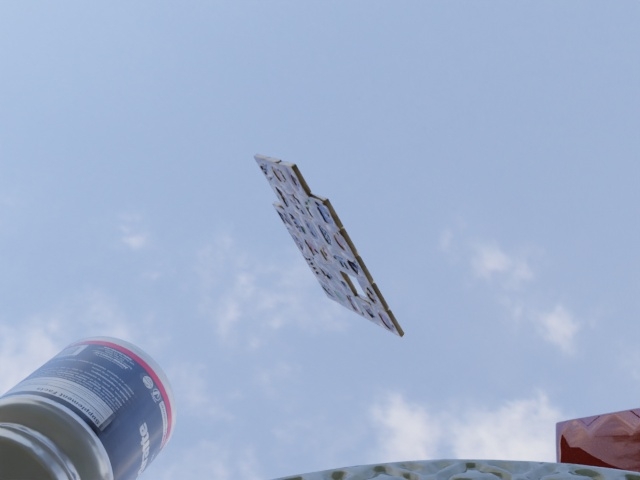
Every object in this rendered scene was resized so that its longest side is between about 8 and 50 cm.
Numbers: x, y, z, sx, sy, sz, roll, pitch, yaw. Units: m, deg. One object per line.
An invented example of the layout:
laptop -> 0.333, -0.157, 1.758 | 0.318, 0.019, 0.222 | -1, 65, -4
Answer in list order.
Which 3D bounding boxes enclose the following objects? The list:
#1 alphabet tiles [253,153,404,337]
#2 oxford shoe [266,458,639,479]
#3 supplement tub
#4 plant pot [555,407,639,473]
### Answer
alphabet tiles -> 0.000, 0.000, 1.121 | 0.009, 0.237, 0.198 | -36, -156, -15
oxford shoe -> 0.144, 0.155, 0.272 | 0.449, 0.169, 0.130 | 4, -72, 3
supplement tub -> -0.311, 0.249, 1.135 | 0.191, 0.272, 0.191 | 5, -72, 15
plant pot -> 0.355, 0.280, 0.733 | 0.267, 0.267, 0.236 | 20, -113, -16
